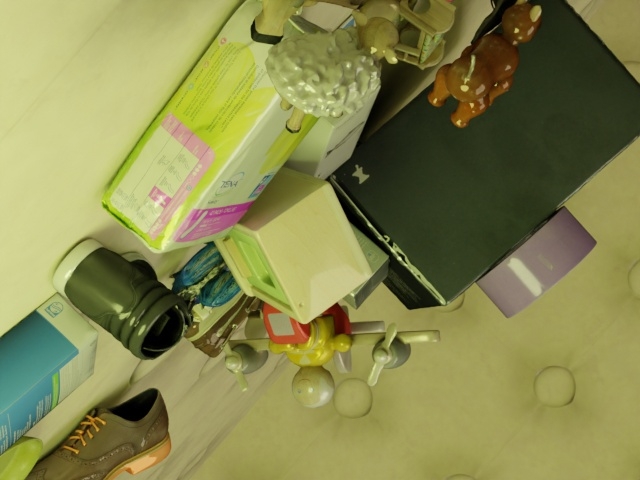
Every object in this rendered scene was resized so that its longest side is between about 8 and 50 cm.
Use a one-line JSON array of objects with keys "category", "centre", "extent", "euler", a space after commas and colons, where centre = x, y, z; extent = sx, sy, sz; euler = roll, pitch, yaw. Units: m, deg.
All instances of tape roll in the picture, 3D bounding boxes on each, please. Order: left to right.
[{"category": "tape roll", "centre": [0.344, 0.034, 1.564], "extent": [0.189, 0.080, 0.189], "euler": [-41, 176, -4]}]

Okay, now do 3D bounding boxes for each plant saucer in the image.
[{"category": "plant saucer", "centre": [-0.501, 0.363, 1.398], "extent": [0.241, 0.037, 0.241], "euler": [-47, 169, -12]}]

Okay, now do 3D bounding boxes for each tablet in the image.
[{"category": "tablet", "centre": [0.027, -0.277, 1.360], "extent": [0.054, 0.006, 0.083], "euler": [-47, 169, -13]}]

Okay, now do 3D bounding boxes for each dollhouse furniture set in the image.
[{"category": "dollhouse furniture set", "centre": [0.111, -0.287, 1.381], "extent": [0.161, 0.101, 0.182], "euler": [-50, 171, -13]}]

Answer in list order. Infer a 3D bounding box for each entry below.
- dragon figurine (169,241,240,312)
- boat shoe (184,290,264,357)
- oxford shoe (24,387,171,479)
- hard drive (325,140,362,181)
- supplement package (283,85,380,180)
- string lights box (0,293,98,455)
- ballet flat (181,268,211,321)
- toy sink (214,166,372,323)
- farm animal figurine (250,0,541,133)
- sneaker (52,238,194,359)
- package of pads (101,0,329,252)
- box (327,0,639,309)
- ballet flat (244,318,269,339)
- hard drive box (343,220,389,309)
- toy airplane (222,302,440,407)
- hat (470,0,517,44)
[{"category": "dragon figurine", "centre": [-0.158, 0.047, 1.439], "extent": [0.289, 0.085, 0.144], "euler": [-42, -169, 2]}, {"category": "boat shoe", "centre": [-0.137, 0.102, 1.744], "extent": [0.257, 0.095, 0.095], "euler": [-47, -162, -21]}, {"category": "oxford shoe", "centre": [-0.405, 0.357, 1.667], "extent": [0.363, 0.130, 0.133], "euler": [-24, 121, -53]}, {"category": "hard drive", "centre": [0.026, -0.128, 1.870], "extent": [0.135, 0.022, 0.094], "euler": [-39, 167, -42]}, {"category": "supplement package", "centre": [-0.007, -0.165, 1.347], "extent": [0.105, 0.105, 0.179], "euler": [-43, 168, -28]}, {"category": "string lights box", "centre": [-0.383, 0.192, 1.146], "extent": [0.259, 0.077, 0.133], "euler": [-43, 168, -33]}, {"category": "ballet flat", "centre": [-0.207, 0.101, 1.607], "extent": [0.070, 0.070, 0.188], "euler": [-45, 170, -23]}, {"category": "toy sink", "centre": [-0.064, -0.004, 1.341], "extent": [0.131, 0.153, 0.234], "euler": [-35, -152, -18]}, {"category": "farm animal figurine", "centre": [0.065, -0.280, 0.928], "extent": [0.327, 0.330, 0.172], "euler": [-11, 154, -26]}, {"category": "sneaker", "centre": [-0.227, 0.089, 1.233], "extent": [0.104, 0.147, 0.296], "euler": [-50, 172, -5]}, {"category": "package of pads", "centre": [-0.098, -0.126, 1.114], "extent": [0.296, 0.101, 0.229], "euler": [-52, 171, 13]}, {"category": "box", "centre": [0.269, -0.134, 1.752], "extent": [0.480, 0.297, 0.472], "euler": [-41, 176, -4]}, {"category": "ballet flat", "centre": [-0.089, 0.120, 2.202], "extent": [0.248, 0.086, 0.086], "euler": [-47, 170, -17]}, {"category": "hard drive box", "centre": [0.000, 0.000, 1.633], "extent": [0.089, 0.232, 0.181], "euler": [-48, 171, -7]}, {"category": "toy airplane", "centre": [-0.005, 0.215, 2.001], "extent": [0.386, 0.384, 0.272], "euler": [-39, -137, 56]}, {"category": "hat", "centre": [0.319, -0.462, 1.537], "extent": [0.331, 0.134, 0.331], "euler": [-40, -179, 1]}]
